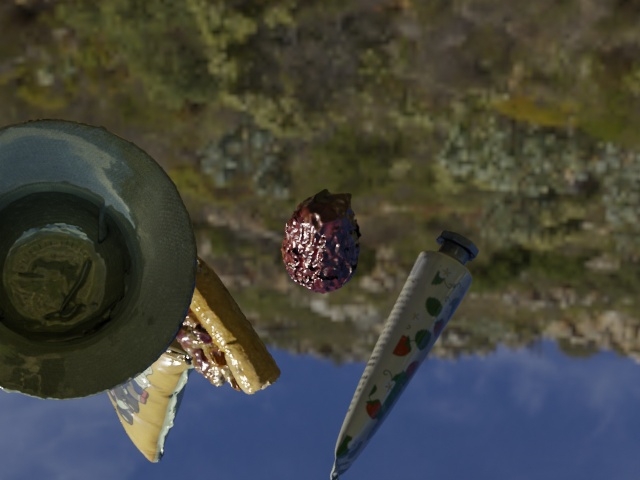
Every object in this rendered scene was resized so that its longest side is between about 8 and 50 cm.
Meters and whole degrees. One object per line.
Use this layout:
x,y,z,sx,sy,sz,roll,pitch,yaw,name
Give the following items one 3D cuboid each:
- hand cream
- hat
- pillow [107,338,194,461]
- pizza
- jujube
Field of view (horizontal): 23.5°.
0.075,0.115,1.507,0.059,0.095,0.276,26,-107,11,hand cream
-0.243,0.025,1.419,0.257,0.257,0.130,-6,171,-9,hat
-0.248,0.104,2.078,0.119,0.310,0.312,-11,-119,-21,pillow
-0.121,0.098,1.625,0.069,0.154,0.194,-38,-176,-18,pizza
-0.003,0.003,1.887,0.104,0.166,0.104,-3,-123,5,jujube
